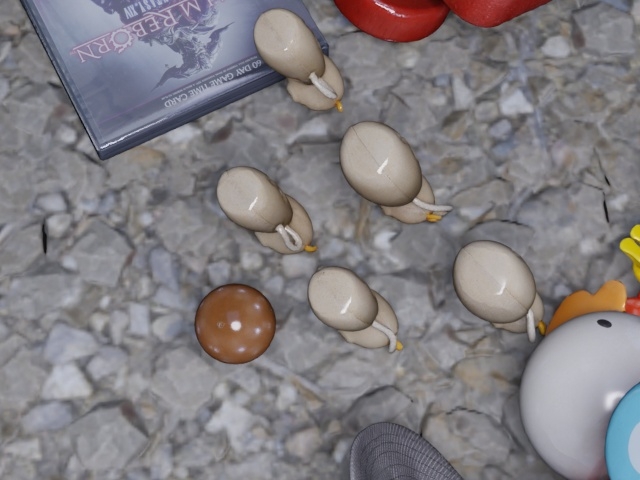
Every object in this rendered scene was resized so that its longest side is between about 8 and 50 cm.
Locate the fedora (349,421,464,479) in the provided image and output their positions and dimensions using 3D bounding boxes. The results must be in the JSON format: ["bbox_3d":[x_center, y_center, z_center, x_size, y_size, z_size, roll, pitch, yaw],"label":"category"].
[{"bbox_3d":[0.069,0.253,0.751,0.124,0.244,0.275,-42,85,14],"label":"fedora"}]

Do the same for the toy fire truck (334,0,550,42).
[{"bbox_3d":[0.097,-0.307,1.004,0.254,0.169,0.302,-29,70,-31],"label":"toy fire truck"}]

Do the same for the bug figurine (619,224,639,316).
[{"bbox_3d":[0.340,0.074,0.881,0.216,0.072,0.279,-37,67,-20],"label":"bug figurine"}]

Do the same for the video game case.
[{"bbox_3d":[-0.142,-0.216,1.028,0.196,0.026,0.274,-26,69,-10],"label":"video game case"}]

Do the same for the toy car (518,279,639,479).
[{"bbox_3d":[0.202,0.104,0.781,0.219,0.210,0.238,12,37,-33],"label":"toy car"}]

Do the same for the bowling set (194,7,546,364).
[{"bbox_3d":[0.000,0.000,0.894,0.200,0.154,0.287,-38,73,5],"label":"bowling set"}]
